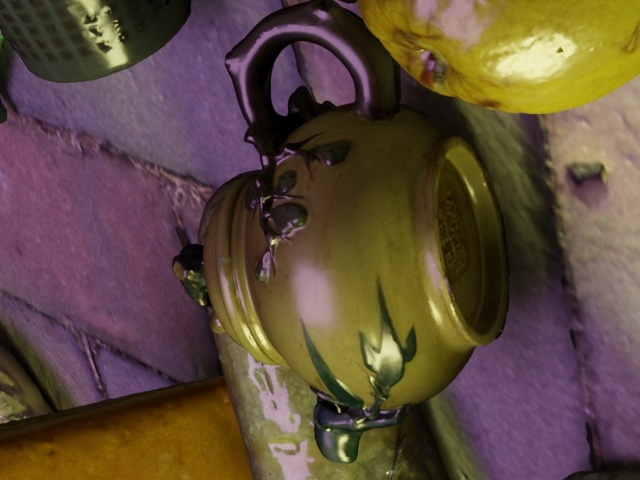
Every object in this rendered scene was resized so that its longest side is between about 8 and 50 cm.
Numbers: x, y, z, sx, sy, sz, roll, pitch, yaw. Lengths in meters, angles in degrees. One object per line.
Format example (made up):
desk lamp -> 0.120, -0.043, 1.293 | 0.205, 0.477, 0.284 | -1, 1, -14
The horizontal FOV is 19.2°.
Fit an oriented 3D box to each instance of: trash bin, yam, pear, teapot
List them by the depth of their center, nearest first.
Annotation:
pear -> 0.096, -0.128, 0.851 | 0.149, 0.162, 0.149 | 42, 158, 22
teapot -> 0.000, 0.000, 1.075 | 0.182, 0.173, 0.269 | -10, 105, 24
trash bin -> -0.165, -0.196, 1.215 | 0.175, 0.175, 0.161 | 25, 147, 47
yam -> 0.006, 0.110, 1.248 | 0.133, 0.133, 0.330 | 3, 115, 57

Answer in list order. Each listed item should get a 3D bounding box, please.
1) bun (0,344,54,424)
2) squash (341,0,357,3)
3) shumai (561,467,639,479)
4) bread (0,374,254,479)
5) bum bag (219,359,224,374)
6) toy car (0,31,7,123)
bun -> -0.369, 0.263, 1.877 | 0.326, 0.234, 0.362 | 29, 132, 52
squash -> -0.014, -0.253, 0.941 | 0.203, 0.111, 0.289 | 21, 153, -5
shumai -> 0.140, 0.277, 1.077 | 0.225, 0.222, 0.261 | 34, 143, 38
bread -> -0.199, 0.234, 1.373 | 0.233, 0.361, 0.245 | 157, 101, -69
bum bag -> -0.026, 0.123, 1.414 | 0.159, 0.026, 0.109 | 36, 144, 45
toy car -> -0.411, -0.238, 1.550 | 0.359, 0.176, 0.213 | 53, 150, 21
